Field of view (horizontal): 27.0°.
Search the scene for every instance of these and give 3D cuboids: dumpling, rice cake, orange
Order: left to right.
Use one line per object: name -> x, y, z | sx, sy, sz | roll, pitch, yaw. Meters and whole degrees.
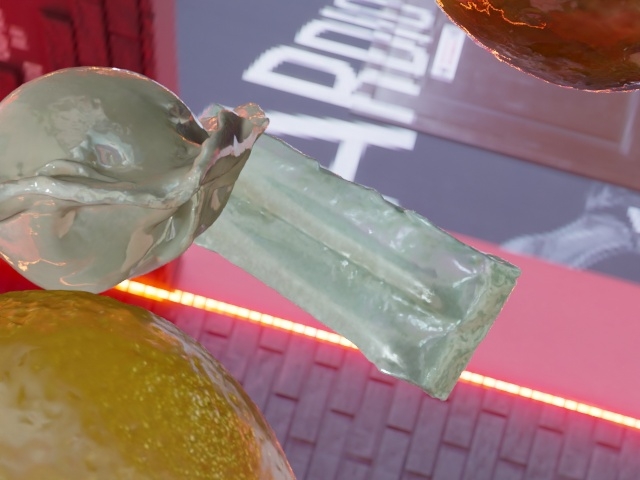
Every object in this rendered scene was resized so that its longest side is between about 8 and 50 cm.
orange -> -0.106, 0.134, 0.497 | 0.236, 0.236, 0.236 | 15, -90, -85
dumpling -> -0.094, -0.029, 0.637 | 0.188, 0.127, 0.108 | -25, -67, -58
rice cake -> 0.000, 0.000, 0.758 | 0.085, 0.226, 0.040 | -61, -28, 4

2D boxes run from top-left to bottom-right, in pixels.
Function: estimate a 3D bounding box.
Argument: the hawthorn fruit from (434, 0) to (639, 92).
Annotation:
hawthorn fruit -> 0.202, -0.212, 0.867 | 0.277, 0.298, 0.277 | -44, 20, 21
